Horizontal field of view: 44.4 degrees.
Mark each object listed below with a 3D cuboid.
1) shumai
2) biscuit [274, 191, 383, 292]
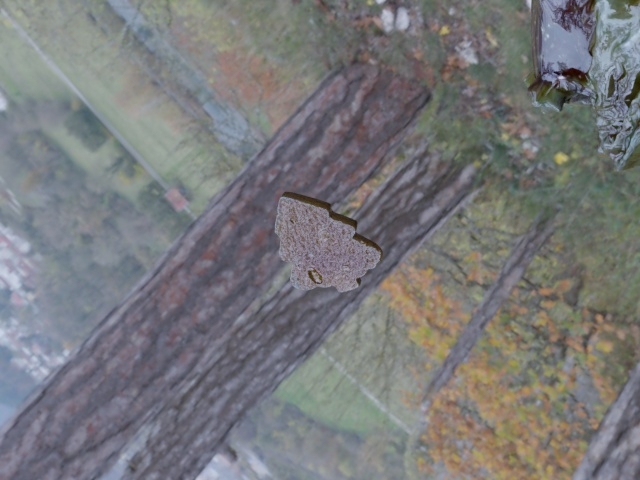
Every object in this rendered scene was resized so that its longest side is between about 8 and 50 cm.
[{"bbox_3d":[0.320,-0.251,0.767,0.289,0.291,0.330,60,173,17],"label":"shumai"},{"bbox_3d":[0.000,0.000,0.816,0.119,0.019,0.130,-20,116,31],"label":"biscuit"}]
